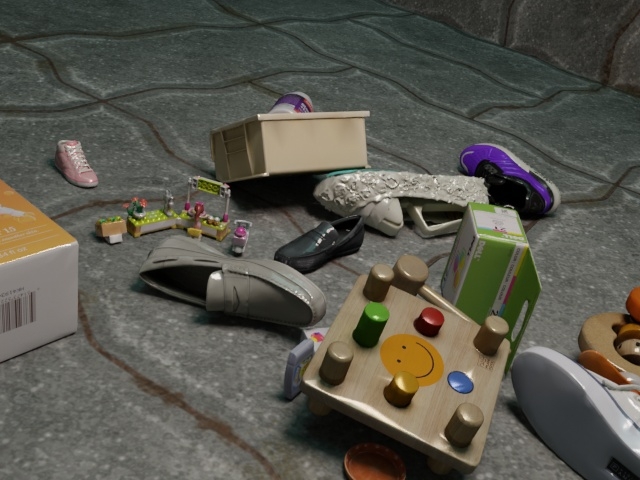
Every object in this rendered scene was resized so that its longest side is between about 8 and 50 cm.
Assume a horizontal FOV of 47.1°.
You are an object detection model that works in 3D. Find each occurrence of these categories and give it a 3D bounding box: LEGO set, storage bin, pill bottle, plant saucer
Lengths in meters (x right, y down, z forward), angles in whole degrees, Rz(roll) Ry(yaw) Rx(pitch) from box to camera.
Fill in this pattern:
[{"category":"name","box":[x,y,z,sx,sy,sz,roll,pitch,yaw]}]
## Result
[{"category":"LEGO set","box":[-0.271,-0.058,1.381,0.287,0.107,0.132,6,30,-10]},{"category":"storage bin","box":[-0.069,-0.198,1.586,0.262,0.123,0.260,-8,5,-31]},{"category":"pill bottle","box":[-0.077,-0.319,1.901,0.108,0.108,0.193,14,30,4]},{"category":"plant saucer","box":[0.071,0.303,0.974,0.083,0.013,0.083,9,30,-5]}]

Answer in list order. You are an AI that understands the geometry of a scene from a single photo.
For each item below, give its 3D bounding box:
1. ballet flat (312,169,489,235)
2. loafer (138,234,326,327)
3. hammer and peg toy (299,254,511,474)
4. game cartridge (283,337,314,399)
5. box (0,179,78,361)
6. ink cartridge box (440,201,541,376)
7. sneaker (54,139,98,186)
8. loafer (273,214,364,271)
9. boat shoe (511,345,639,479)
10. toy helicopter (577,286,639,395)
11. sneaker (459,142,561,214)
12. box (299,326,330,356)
[{"category":"ballet flat","box":[0.191,-0.076,1.568,0.409,0.147,0.147,-1,32,-20]},{"category":"loafer","box":[-0.146,0.080,1.197,0.319,0.112,0.111,14,34,20]},{"category":"hammer and peg toy","box":[0.154,0.147,1.078,0.266,0.127,0.361,25,40,9]},{"category":"game cartridge","box":[-0.032,0.188,1.065,0.017,0.083,0.056,23,32,28]},{"category":"box","box":[-0.546,0.021,1.084,0.345,0.168,0.215,31,35,31]},{"category":"ink cartridge box","box":[0.287,0.076,1.266,0.097,0.189,0.255,12,30,-2]},{"category":"sneaker","box":[-0.506,-0.164,1.519,0.134,0.070,0.051,34,35,32]},{"category":"loafer","box":[0.000,0.000,1.406,0.223,0.078,0.076,-19,41,-42]},{"category":"boat shoe","box":[0.448,0.271,1.043,0.156,0.136,0.367,-15,42,-38]},{"category":"toy helicopter","box":[0.557,0.235,1.149,0.235,0.140,0.355,-14,41,-34]},{"category":"sneaker","box":[0.434,-0.152,1.801,0.146,0.102,0.293,-15,39,-37]},{"category":"box","box":[0.079,0.188,1.152,0.186,0.038,0.145,-2,33,-24]}]
